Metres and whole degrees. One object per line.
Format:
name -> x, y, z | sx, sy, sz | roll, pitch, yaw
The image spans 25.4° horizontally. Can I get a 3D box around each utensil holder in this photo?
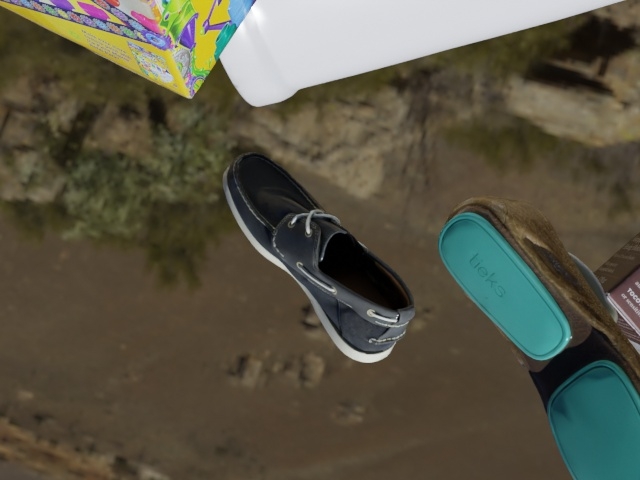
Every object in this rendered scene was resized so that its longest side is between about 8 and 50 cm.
utensil holder -> 0.087, -0.317, 1.190 | 0.385, 0.328, 0.327 | -13, 157, 10

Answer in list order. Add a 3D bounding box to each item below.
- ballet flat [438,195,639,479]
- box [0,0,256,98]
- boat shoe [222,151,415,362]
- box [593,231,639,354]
ballet flat -> 0.233, 0.100, 1.238 | 0.124, 0.342, 0.116 | -21, 161, -46
box -> -0.090, -0.283, 0.744 | 0.177, 0.290, 0.279 | 27, 164, 15
boat shoe -> 0.000, 0.000, 1.297 | 0.233, 0.084, 0.079 | 50, 146, 16
box -> 0.448, 0.055, 1.688 | 0.167, 0.203, 0.168 | 48, -179, -1
